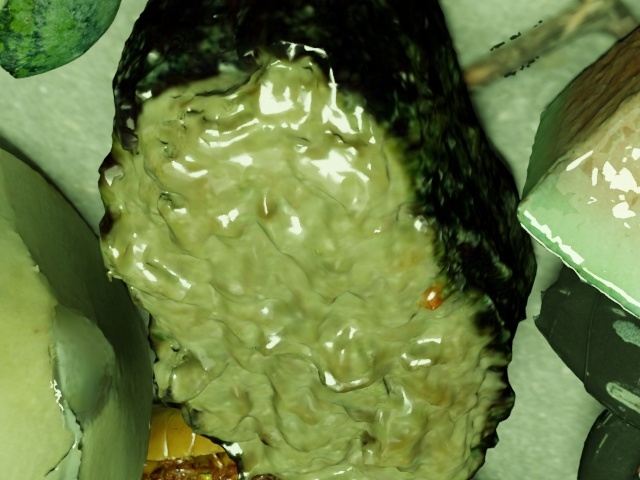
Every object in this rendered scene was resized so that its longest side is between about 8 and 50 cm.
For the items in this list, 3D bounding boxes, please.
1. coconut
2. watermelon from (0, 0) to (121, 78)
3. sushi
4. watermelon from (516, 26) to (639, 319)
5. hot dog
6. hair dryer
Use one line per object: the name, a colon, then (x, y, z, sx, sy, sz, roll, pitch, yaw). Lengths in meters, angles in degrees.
coconut: (-0.250, 0.094, 0.859, 0.323, 0.323, 0.323, 11, 137, 10)
watermelon: (-0.151, -0.138, 0.755, 0.084, 0.072, 0.092, -28, 159, 27)
sushi: (0.000, 0.000, 0.744, 0.211, 0.171, 0.350, 1, 135, 18)
watermelon: (0.238, -0.067, 0.631, 0.193, 0.140, 0.257, 30, 128, -4)
hot dog: (-0.066, 0.163, 1.008, 0.249, 0.076, 0.102, -10, 134, 28)
hair dryer: (0.219, 0.148, 0.836, 0.235, 0.091, 0.272, 33, 141, 20)
